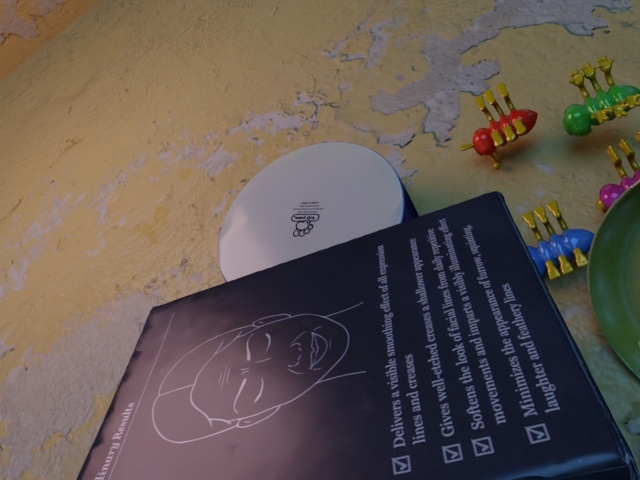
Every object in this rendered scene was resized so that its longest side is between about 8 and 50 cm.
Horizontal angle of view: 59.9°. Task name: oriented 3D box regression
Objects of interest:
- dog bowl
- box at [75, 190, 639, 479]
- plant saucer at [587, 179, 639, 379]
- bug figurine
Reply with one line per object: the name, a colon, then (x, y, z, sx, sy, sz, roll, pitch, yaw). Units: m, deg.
dog bowl: (0.000, 0.000, 0.744, 0.264, 0.104, 0.265, -13, 53, 19)
box: (0.024, 0.169, 0.493, 0.395, 0.212, 0.294, -18, 31, 14)
plant saucer: (0.360, 0.043, 0.487, 0.037, 0.241, 0.241, -12, 39, -35)
bug figurine: (0.293, -0.085, 0.664, 0.216, 0.072, 0.279, -25, 54, 26)
